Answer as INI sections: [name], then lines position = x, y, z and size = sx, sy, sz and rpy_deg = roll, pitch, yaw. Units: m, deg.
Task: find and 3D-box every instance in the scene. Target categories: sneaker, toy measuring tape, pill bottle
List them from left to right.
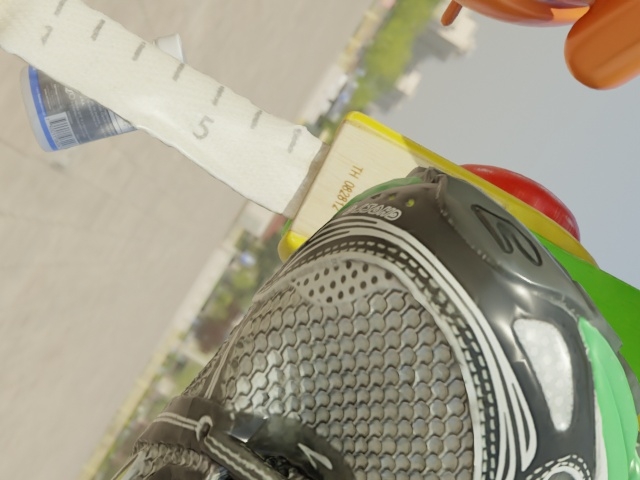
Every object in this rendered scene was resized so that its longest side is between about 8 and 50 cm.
[pill bottle]
position = -0.178, -0.127, 1.225
size = 0.137, 0.078, 0.078
rpy_deg = -15, -177, -1
[sneaker]
position = -0.034, 0.128, 0.410
size = 0.146, 0.134, 0.343
rpy_deg = -10, 138, -50
[toy measuring tape]
position = 0.000, 0.000, 0.581
size = 0.121, 0.330, 0.121
rpy_deg = -61, -177, 5

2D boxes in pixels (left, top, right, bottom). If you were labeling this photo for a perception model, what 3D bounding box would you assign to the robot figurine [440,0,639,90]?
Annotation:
[robot figurine]
position = 0.099, -0.149, 0.476
size = 0.128, 0.158, 0.219
rpy_deg = -42, -172, -30
